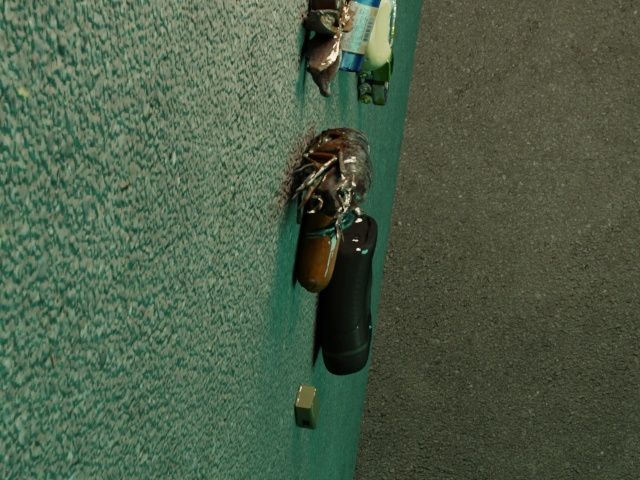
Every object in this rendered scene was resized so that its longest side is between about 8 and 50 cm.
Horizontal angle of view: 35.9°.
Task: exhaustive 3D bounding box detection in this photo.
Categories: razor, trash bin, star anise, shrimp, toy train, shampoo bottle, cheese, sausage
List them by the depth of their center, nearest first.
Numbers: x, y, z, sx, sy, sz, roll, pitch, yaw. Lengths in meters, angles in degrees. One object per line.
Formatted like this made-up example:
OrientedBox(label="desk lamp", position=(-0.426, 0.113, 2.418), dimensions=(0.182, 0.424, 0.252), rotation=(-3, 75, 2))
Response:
OrientedBox(label="star anise", position=(0.010, -0.359, 1.606), dimensions=(0.172, 0.063, 0.208), rotation=(70, 32, -64))
OrientedBox(label="shrimp", position=(0.025, -0.074, 1.669), dimensions=(0.372, 0.137, 0.172), rotation=(-72, 151, -53))
OrientedBox(label="shampoo bottle", position=(0.067, -0.403, 1.820), dimensions=(0.087, 0.050, 0.183), rotation=(-5, 117, -52))
OrientedBox(label="sausage", position=(0.000, 0.000, 1.830), dimensions=(0.076, 0.076, 0.197), rotation=(47, 53, -79))
OrientedBox(label="cheese", position=(0.078, -0.416, 1.933), dimensions=(0.249, 0.071, 0.163), rotation=(-17, 117, -67))
OrientedBox(label="trash bin", position=(-0.028, 0.351, 2.096), dimensions=(0.092, 0.043, 0.061), rotation=(81, 19, -52))
OrientedBox(label="razor", position=(0.064, 0.120, 2.219), dimensions=(0.204, 0.114, 0.349), rotation=(-67, 161, -63))
OrientedBox(label="toy train", position=(0.127, -0.378, 2.260), dimensions=(0.202, 0.081, 0.060), rotation=(81, 18, -64))

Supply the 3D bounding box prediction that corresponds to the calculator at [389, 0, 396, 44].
OrientedBox(label="calculator", position=(0.152, -0.543, 2.292), dimensions=(0.386, 0.054, 0.256), rotation=(70, 23, -76))
